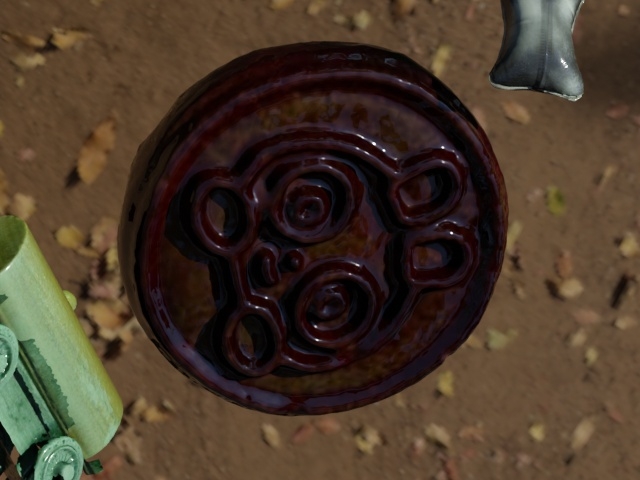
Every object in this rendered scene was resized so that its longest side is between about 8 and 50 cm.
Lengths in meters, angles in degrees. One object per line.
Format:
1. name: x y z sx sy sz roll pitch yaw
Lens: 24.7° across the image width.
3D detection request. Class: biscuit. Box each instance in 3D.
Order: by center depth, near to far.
1. biscuit: 0.000 0.000 1.481 0.407 0.091 0.407 -5 111 -12

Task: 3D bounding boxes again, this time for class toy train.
1. toy train: -0.280 0.126 1.397 0.189 0.126 0.307 -46 134 -28

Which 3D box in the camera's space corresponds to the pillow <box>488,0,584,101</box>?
1. pillow: 0.212 -0.202 1.422 0.091 0.055 0.136 20 62 -30
